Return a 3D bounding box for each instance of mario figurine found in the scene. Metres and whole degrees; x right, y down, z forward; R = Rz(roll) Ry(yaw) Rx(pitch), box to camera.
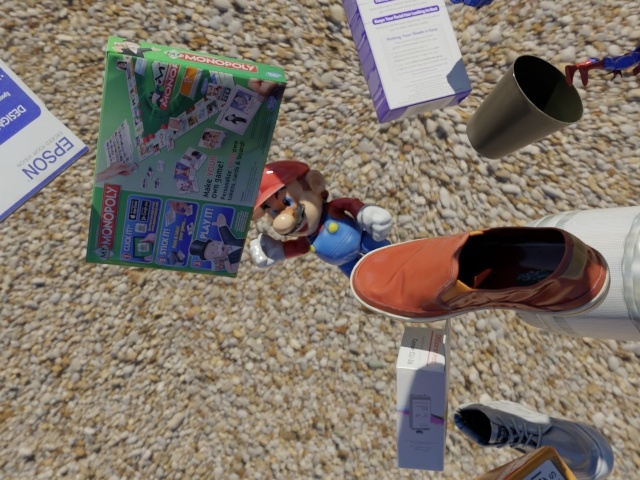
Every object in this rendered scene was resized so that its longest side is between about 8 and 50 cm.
[{"bbox_3d":[0.000,0.000,1.247,0.320,0.170,0.198,38,87,-6],"label":"mario figurine"}]

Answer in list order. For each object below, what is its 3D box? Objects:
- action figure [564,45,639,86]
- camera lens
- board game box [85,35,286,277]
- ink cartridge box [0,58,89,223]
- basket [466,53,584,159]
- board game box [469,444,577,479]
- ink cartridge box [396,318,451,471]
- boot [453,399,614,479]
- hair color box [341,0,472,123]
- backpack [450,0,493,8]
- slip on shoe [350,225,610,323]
[{"bbox_3d":[0.288,-0.168,0.709,0.115,0.038,0.030,-20,102,-11],"label":"action figure"},{"bbox_3d":[0.481,0.055,1.260,0.274,0.219,0.219,-3,105,52],"label":"camera lens"},{"bbox_3d":[-0.184,-0.093,0.985,0.213,0.046,0.317,8,127,-15],"label":"board game box"},{"bbox_3d":[-0.461,-0.112,0.784,0.307,0.303,0.072,48,143,-12],"label":"ink cartridge box"},{"bbox_3d":[0.459,-0.294,1.766,0.204,0.154,0.227,32,148,-11],"label":"basket"},{"bbox_3d":[0.100,0.441,0.598,0.356,0.356,0.356,-29,72,-22],"label":"board game box"},{"bbox_3d":[0.139,0.194,1.018,0.067,0.115,0.198,3,112,11],"label":"ink cartridge box"},{"bbox_3d":[0.320,0.313,1.183,0.123,0.258,0.095,7,89,-27],"label":"boot"},{"bbox_3d":[0.169,-0.434,1.580,0.185,0.110,0.339,-15,85,-11],"label":"hair color box"},{"bbox_3d":[0.290,-0.483,1.399,0.101,0.120,0.098,54,135,9],"label":"backpack"},{"bbox_3d":[0.173,0.033,0.918,0.331,0.101,0.123,-3,59,38],"label":"slip on shoe"}]
